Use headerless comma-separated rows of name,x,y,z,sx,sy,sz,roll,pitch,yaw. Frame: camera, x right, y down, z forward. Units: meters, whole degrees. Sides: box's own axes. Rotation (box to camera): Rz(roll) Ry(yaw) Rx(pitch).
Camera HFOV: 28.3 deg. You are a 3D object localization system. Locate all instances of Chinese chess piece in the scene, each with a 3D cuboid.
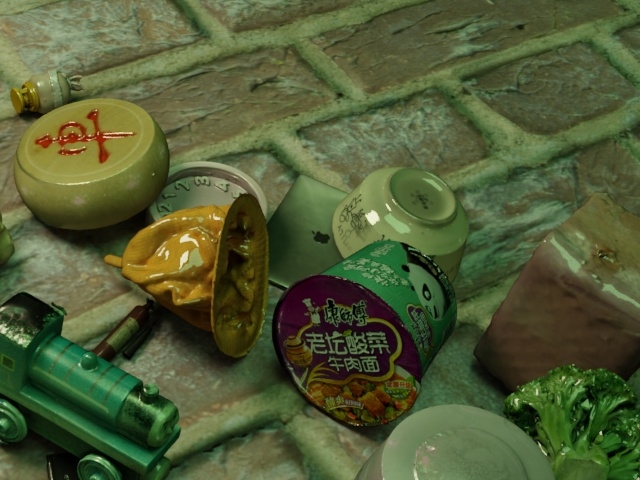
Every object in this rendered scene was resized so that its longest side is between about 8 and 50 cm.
Chinese chess piece,-0.367,-0.126,2.036,0.250,0.097,0.251,-5,42,4

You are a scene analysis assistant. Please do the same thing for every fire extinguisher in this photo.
fire extinguisher,-0.289,0.144,1.893,0.049,0.035,0.173,28,48,15

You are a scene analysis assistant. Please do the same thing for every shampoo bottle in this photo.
shampoo bottle,0.165,0.374,1.649,0.273,0.266,0.273,8,47,-9

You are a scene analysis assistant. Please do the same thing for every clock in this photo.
clock,-0.187,-0.041,2.069,0.196,0.068,0.197,6,44,-6

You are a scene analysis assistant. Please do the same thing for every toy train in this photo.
toy train,-0.323,0.212,1.690,0.298,0.194,0.120,27,37,13

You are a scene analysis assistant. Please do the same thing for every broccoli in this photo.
broccoli,0.366,0.311,1.791,0.261,0.269,0.241,1,7,16

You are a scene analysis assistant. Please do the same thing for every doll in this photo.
doll,-0.475,-0.260,2.203,0.127,0.073,0.084,-20,24,-30

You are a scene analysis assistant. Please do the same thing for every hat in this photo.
hat,-0.220,0.046,1.922,0.233,0.244,0.233,7,61,19

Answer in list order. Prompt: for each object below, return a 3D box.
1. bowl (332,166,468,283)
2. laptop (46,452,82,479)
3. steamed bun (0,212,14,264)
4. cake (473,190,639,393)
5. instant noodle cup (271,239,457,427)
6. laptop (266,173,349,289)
bowl,0.148,-0.036,2.123,0.237,0.126,0.238,13,45,-13
laptop,-0.289,0.362,1.695,0.135,0.016,0.197,-2,48,-21
steamed bun,-0.539,-0.004,1.899,0.155,0.141,0.172,-12,53,-44
cake,0.411,0.114,1.955,0.230,0.309,0.237,42,44,17
instant noodle cup,0.081,0.124,1.895,0.251,0.251,0.190,33,38,15
laptop,0.000,0.000,2.134,0.187,0.015,0.269,24,45,6
